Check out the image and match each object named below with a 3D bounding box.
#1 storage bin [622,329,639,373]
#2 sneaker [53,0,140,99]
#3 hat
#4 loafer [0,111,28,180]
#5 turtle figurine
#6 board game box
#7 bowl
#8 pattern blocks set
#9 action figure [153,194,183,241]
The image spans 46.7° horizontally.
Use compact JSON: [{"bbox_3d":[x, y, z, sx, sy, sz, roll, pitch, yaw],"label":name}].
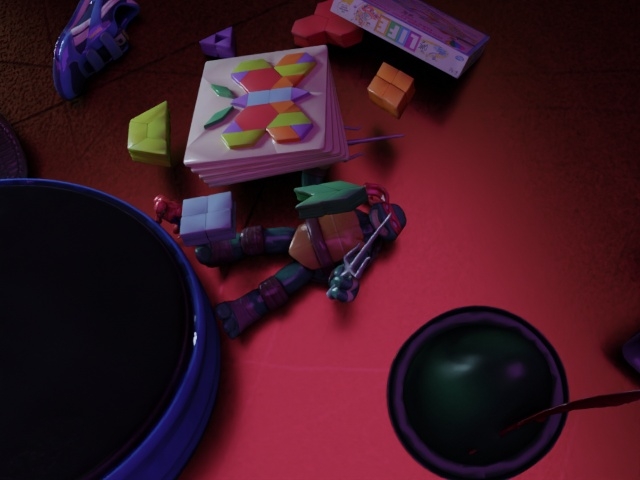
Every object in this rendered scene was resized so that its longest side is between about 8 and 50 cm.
[{"bbox_3d":[0.374,0.111,0.711,0.135,0.098,0.091,42,53,12],"label":"storage bin"},{"bbox_3d":[-0.251,-0.221,0.827,0.059,0.053,0.144,19,78,4],"label":"sneaker"},{"bbox_3d":[0.166,0.125,0.658,0.208,0.183,0.173,-27,76,-5],"label":"hat"},{"bbox_3d":[-0.365,-0.121,0.809,0.056,0.050,0.148,-31,92,-3],"label":"loafer"},{"bbox_3d":[0.000,0.000,0.729,0.234,0.118,0.175,-24,56,6],"label":"turtle figurine"},{"bbox_3d":[0.099,-0.234,0.800,0.154,0.026,0.103,31,34,9],"label":"board game box"},{"bbox_3d":[-0.286,0.097,0.650,0.390,0.077,0.391,3,49,-3],"label":"bowl"},{"bbox_3d":[-0.052,-0.132,0.732,0.285,0.026,0.325,-17,47,-3],"label":"pattern blocks set"},{"bbox_3d":[-0.145,-0.021,0.740,0.038,0.115,0.030,31,79,10],"label":"action figure"}]
